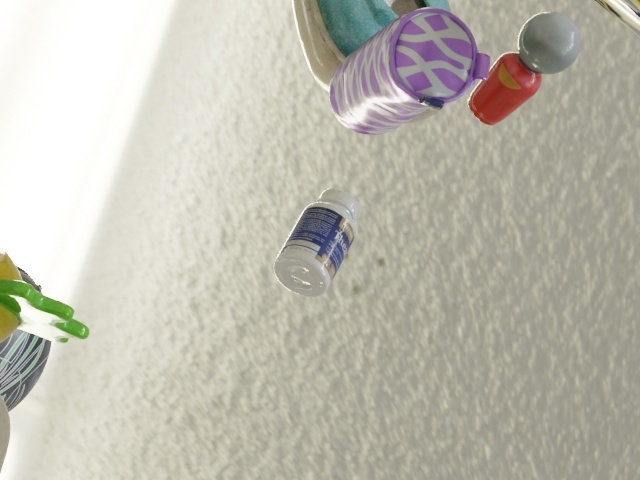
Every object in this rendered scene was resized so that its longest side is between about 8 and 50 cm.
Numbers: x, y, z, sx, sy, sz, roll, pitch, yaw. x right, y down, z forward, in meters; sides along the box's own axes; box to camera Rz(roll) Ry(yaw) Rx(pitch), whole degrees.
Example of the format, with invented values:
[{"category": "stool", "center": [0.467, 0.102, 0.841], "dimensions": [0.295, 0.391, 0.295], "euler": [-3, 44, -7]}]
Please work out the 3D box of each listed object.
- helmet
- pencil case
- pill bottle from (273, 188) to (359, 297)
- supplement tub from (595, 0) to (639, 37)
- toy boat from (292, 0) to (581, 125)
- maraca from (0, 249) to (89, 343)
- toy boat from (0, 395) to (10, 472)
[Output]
[{"category": "helmet", "center": [-0.344, 0.099, 1.335], "dimensions": [0.161, 0.169, 0.169], "euler": [4, -113, 28]}, {"category": "pencil case", "center": [0.073, -0.144, 1.211], "dimensions": [0.088, 0.206, 0.086], "euler": [5, -94, -16]}, {"category": "pill bottle", "center": [0.000, 0.000, 1.548], "dimensions": [0.067, 0.067, 0.120], "euler": [15, -130, 17]}, {"category": "supplement tub", "center": [0.344, -0.228, 1.065], "dimensions": [0.235, 0.235, 0.325], "euler": [-33, -132, -4]}, {"category": "toy boat", "center": [0.119, -0.226, 1.448], "dimensions": [0.148, 0.318, 0.268], "euler": [-46, -142, 36]}, {"category": "maraca", "center": [-0.250, 0.036, 0.953], "dimensions": [0.185, 0.127, 0.099], "euler": [13, -106, 10]}, {"category": "toy boat", "center": [-0.275, 0.142, 0.705], "dimensions": [0.231, 0.151, 0.151], "euler": [-47, -160, 19]}]
